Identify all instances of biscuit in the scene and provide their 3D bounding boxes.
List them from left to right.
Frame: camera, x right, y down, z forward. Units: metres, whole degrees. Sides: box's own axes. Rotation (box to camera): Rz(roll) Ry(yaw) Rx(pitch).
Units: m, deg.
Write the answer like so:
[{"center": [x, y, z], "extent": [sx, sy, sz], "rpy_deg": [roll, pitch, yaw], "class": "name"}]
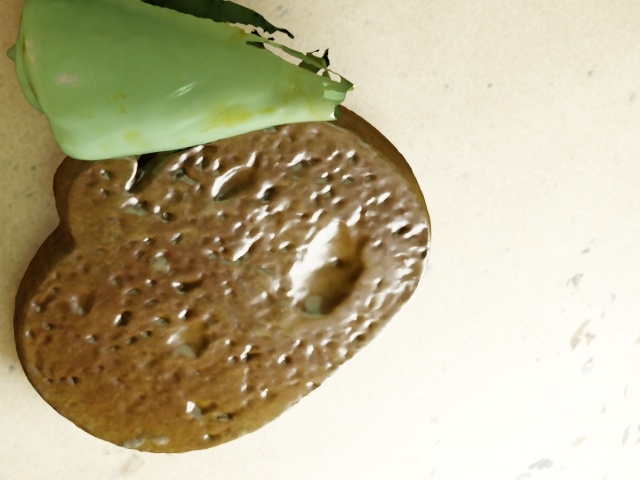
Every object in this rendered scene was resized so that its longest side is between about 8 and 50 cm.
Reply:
[{"center": [-0.095, 0.021, 1.506], "extent": [0.367, 0.063, 0.314], "rpy_deg": [-39, 122, 18], "class": "biscuit"}]

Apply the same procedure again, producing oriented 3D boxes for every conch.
[{"center": [-0.107, -0.134, 1.364], "extent": [0.250, 0.143, 0.137], "rpy_deg": [-7, 83, -2], "class": "conch"}]
